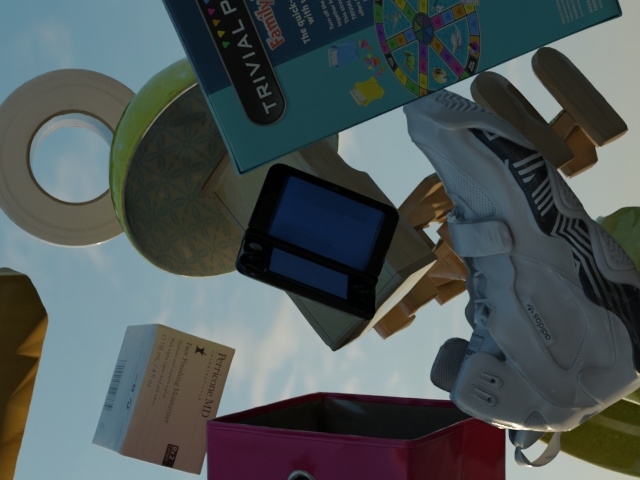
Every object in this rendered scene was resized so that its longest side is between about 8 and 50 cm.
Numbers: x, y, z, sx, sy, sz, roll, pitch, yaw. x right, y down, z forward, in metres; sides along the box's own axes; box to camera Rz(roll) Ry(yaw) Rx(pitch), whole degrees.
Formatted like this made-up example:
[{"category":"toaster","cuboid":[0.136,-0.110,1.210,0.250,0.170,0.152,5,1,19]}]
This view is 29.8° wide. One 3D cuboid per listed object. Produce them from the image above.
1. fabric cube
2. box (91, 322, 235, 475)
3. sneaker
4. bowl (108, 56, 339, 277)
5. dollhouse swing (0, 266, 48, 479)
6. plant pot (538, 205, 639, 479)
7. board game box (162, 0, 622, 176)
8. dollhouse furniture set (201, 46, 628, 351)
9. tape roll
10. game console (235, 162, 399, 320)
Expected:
[{"category":"fabric cube","cuboid":[0.043,0.313,1.307,0.259,0.254,0.258,-2,-88,-60]},{"category":"box","cuboid":[-0.218,0.216,1.655,0.182,0.119,0.181,-13,60,67]},{"category":"sneaker","cuboid":[0.163,0.040,1.132,0.366,0.210,0.137,47,178,-8]},{"category":"bowl","cuboid":[-0.139,-0.115,1.437,0.289,0.156,0.289,-21,-48,-25]},{"category":"dollhouse swing","cuboid":[-0.443,0.137,0.949,0.305,0.315,0.347,-16,-59,-75]},{"category":"plant pot","cuboid":[0.367,0.110,1.387,0.254,0.276,0.276,-66,-29,-21]},{"category":"board game box","cuboid":[0.038,-0.235,0.945,0.079,0.336,0.254,-111,-2,-67]},{"category":"dollhouse furniture set","cuboid":[0.096,-0.071,1.468,0.394,0.362,0.256,-26,-108,-45]},{"category":"tape roll","cuboid":[-0.349,-0.111,1.708,0.169,0.246,0.246,173,97,-79]},{"category":"game console","cuboid":[0.000,0.000,1.006,0.107,0.122,0.071,-83,15,-70]}]
